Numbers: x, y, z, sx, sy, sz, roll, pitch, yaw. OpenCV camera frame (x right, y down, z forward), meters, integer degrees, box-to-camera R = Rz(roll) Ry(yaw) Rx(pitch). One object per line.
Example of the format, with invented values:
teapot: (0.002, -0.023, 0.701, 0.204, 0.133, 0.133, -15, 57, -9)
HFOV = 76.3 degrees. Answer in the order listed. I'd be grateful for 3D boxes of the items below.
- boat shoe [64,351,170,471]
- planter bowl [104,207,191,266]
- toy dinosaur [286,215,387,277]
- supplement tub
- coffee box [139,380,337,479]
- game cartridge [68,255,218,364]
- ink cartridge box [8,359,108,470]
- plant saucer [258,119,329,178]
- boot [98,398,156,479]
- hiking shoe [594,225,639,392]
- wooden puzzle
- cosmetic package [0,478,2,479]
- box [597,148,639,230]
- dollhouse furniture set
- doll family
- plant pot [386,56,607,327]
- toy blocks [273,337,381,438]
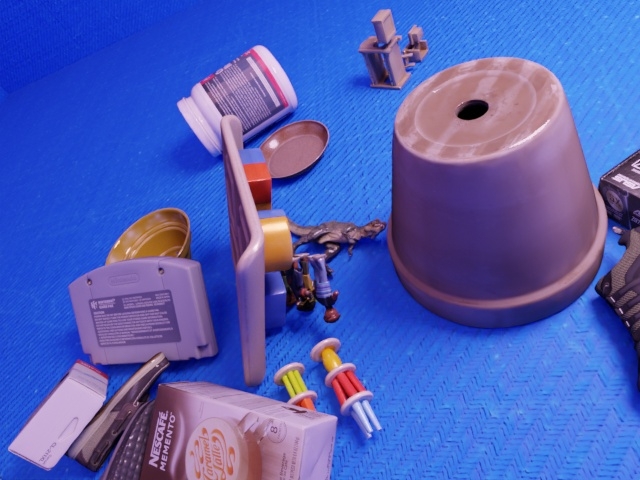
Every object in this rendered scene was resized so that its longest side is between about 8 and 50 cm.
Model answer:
boat shoe: (-0.334, 0.296, 0.707, 0.073, 0.080, 0.223, 42, 83, -3)
planter bowl: (-0.359, 0.038, 0.909, 0.217, 0.090, 0.217, -13, 51, 17)
toy dinosaur: (0.000, 0.000, 0.784, 0.268, 0.064, 0.118, 7, 53, 35)
supplement tub: (-0.217, -0.366, 1.087, 0.272, 0.191, 0.191, -33, 47, -1)
coffee box: (-0.114, 0.289, 0.556, 0.247, 0.098, 0.141, 2, 78, 28)
game cartridge: (-0.341, 0.132, 0.774, 0.298, 0.062, 0.197, -8, 91, 20)
ink cartridge box: (-0.443, 0.292, 0.709, 0.127, 0.072, 0.175, -55, 17, -21)
plant saucer: (-0.066, -0.216, 0.999, 0.199, 0.036, 0.198, -14, 50, 17)
boot: (-0.349, 0.396, 0.590, 0.223, 0.118, 0.338, -16, 35, 22)
hiking shoe: (0.408, 0.084, 0.505, 0.114, 0.086, 0.226, 158, 129, -71)
wooden puzzle: (-0.108, 0.012, 0.679, 0.081, 0.322, 0.347, -5, 45, -13)
cosmetic package: (-0.614, 0.447, 0.711, 0.239, 0.099, 0.060, 4, 60, 30)
box: (0.514, -0.060, 0.557, 0.147, 0.077, 0.180, -35, 47, -1)
dollhouse furniture set: (0.171, -0.500, 1.003, 0.101, 0.182, 0.160, 21, 66, 37)
doll family: (-0.024, 0.080, 0.689, 0.076, 0.111, 0.193, -10, 2, -13)
plant pot: (0.227, -0.079, 0.581, 0.324, 0.280, 0.323, -15, 50, 18)
toy blocks: (0.010, 0.234, 0.595, 0.123, 0.054, 0.148, -34, 47, -2)
